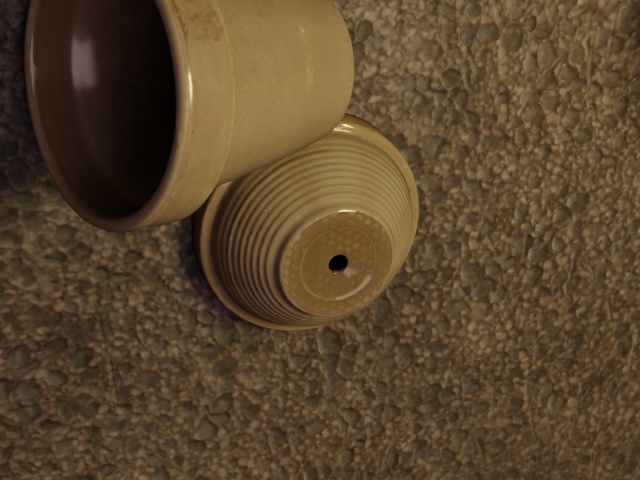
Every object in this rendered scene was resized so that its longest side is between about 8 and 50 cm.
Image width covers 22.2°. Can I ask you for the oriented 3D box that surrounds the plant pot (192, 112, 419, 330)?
[{"bbox_3d":[0.000,0.000,1.616,0.237,0.110,0.237,-10,121,-17],"label":"plant pot"}]

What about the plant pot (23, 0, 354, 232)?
[{"bbox_3d":[-0.101,-0.151,1.434,0.229,0.263,0.263,-12,122,-36],"label":"plant pot"}]
